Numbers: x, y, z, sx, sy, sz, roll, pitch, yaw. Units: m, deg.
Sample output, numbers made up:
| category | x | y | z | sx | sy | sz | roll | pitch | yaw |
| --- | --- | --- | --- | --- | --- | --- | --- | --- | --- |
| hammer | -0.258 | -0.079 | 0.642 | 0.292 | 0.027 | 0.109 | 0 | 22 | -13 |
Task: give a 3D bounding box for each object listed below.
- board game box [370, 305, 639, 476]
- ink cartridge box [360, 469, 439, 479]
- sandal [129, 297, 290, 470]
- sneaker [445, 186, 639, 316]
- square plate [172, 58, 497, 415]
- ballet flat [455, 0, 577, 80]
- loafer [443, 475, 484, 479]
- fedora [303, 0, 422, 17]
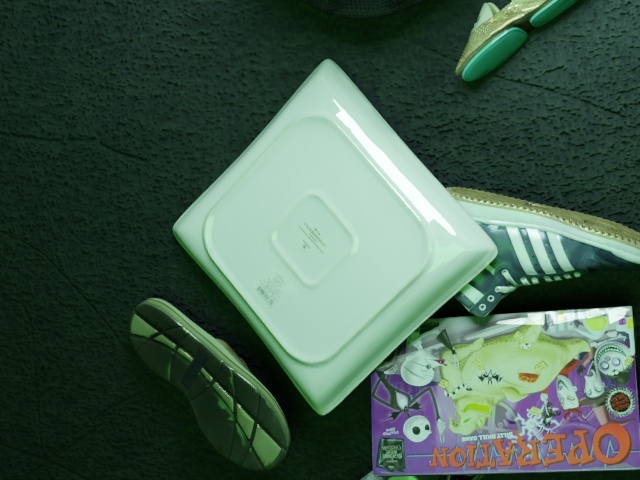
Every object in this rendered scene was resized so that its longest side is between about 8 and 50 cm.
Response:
| category | x | y | z | sx | sy | sz | roll | pitch | yaw |
| --- | --- | --- | --- | --- | --- | --- | --- | --- | --- |
| board game box | 0.236 | 0.198 | 1.625 | 0.346 | 0.056 | 0.208 | -5 | 80 | 17 |
| ink cartridge box | 0.106 | 0.342 | 1.739 | 0.180 | 0.104 | 0.060 | -42 | 93 | 20 |
| sandal | -0.145 | 0.191 | 1.776 | 0.303 | 0.086 | 0.120 | 47 | 116 | 13 |
| sneaker | 0.281 | 0.035 | 1.618 | 0.282 | 0.099 | 0.153 | 15 | 103 | 16 |
| square plate | 0.000 | 0.000 | 1.658 | 0.344 | 0.049 | 0.347 | -45 | 75 | 20 |
| ballet flat | 0.244 | -0.284 | 1.571 | 0.206 | 0.073 | 0.067 | -37 | 67 | 17 |
| loafer | 0.248 | 0.232 | 1.687 | 0.096 | 0.084 | 0.268 | 30 | 109 | 4 |
| fedora | 0.061 | -0.372 | 1.516 | 0.334 | 0.334 | 0.152 | 6 | 140 | 12 |
